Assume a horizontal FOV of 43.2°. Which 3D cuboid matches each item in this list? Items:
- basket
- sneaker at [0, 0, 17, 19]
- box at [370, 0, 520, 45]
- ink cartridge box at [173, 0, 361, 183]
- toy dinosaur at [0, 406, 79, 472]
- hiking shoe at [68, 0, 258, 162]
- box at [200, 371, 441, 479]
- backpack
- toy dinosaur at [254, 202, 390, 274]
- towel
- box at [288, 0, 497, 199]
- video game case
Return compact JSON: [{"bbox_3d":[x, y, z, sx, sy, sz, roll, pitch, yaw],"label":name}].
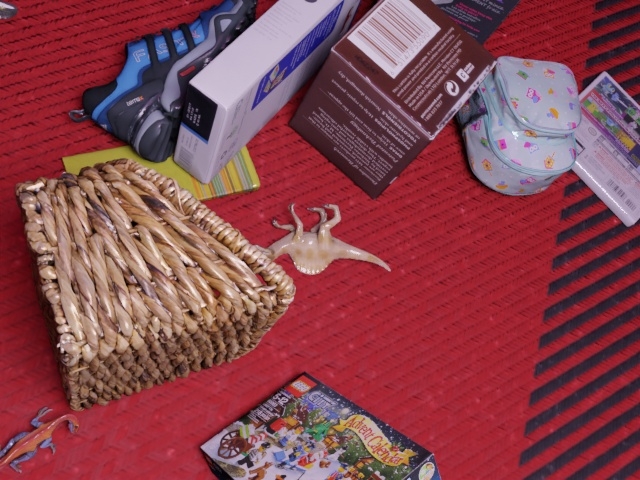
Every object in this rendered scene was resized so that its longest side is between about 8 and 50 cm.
[{"bbox_3d":[-0.185,0.031,0.854,0.222,0.299,0.214,-16,74,-20],"label":"basket"},{"bbox_3d":[-0.436,-0.315,1.050,0.083,0.031,0.035,11,67,-14],"label":"sneaker"},{"bbox_3d":[0.187,-0.372,1.137,0.165,0.270,0.143,25,67,-7],"label":"box"},{"bbox_3d":[-0.060,-0.231,1.055,0.065,0.165,0.333,37,57,6],"label":"ink cartridge box"},{"bbox_3d":[-0.304,0.219,0.877,0.082,0.090,0.047,-34,99,6],"label":"toy dinosaur"},{"bbox_3d":[-0.189,-0.247,1.061,0.132,0.113,0.304,28,58,5],"label":"hiking shoe"},{"bbox_3d":[-0.007,0.244,0.882,0.159,0.233,0.044,-34,121,-25],"label":"box"},{"bbox_3d":[0.290,-0.166,1.168,0.165,0.144,0.189,2,73,-23],"label":"backpack"},{"bbox_3d":[0.000,0.000,1.072,0.183,0.053,0.093,3,85,-9],"label":"toy dinosaur"},{"bbox_3d":[-0.203,-0.086,1.048,0.237,0.021,0.102,-14,70,-21],"label":"towel"},{"bbox_3d":[0.092,-0.196,1.079,0.167,0.203,0.168,41,64,0],"label":"box"},{"bbox_3d":[0.469,-0.149,1.284,0.201,0.023,0.183,47,64,4],"label":"video game case"}]
